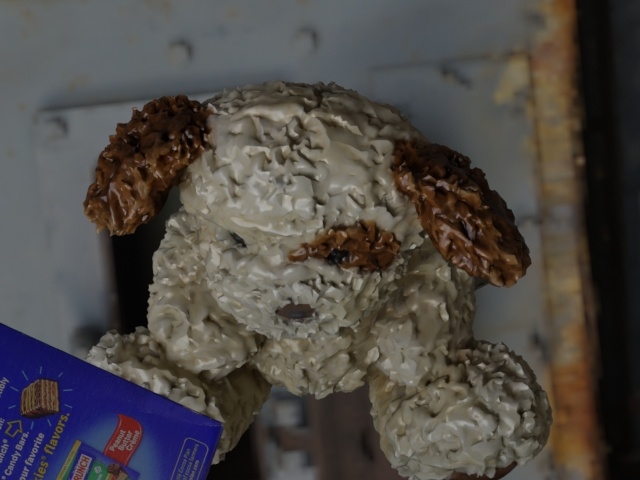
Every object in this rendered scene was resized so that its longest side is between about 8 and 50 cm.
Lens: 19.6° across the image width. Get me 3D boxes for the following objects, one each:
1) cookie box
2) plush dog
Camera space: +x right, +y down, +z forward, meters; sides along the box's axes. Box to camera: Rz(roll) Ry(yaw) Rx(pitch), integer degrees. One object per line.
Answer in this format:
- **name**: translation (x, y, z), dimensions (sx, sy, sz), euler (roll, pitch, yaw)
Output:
- **cookie box**: translation (-0.093, 0.072, 0.514), dimensions (0.040, 0.107, 0.092), euler (-54, 13, 51)
- **plush dog**: translation (0.000, 0.000, 0.980), dimensions (0.225, 0.262, 0.210), euler (86, -169, -59)
